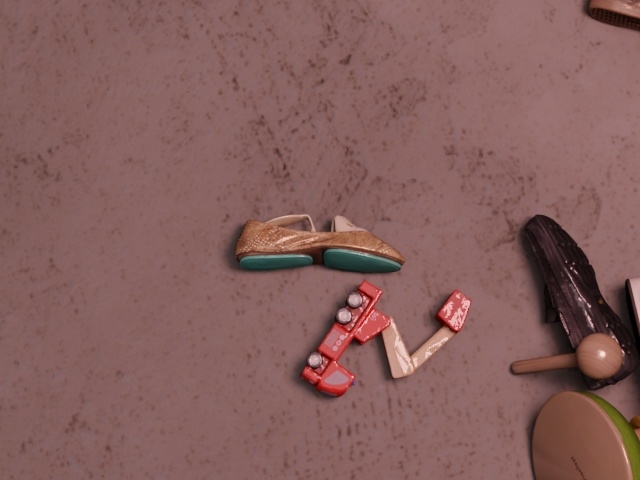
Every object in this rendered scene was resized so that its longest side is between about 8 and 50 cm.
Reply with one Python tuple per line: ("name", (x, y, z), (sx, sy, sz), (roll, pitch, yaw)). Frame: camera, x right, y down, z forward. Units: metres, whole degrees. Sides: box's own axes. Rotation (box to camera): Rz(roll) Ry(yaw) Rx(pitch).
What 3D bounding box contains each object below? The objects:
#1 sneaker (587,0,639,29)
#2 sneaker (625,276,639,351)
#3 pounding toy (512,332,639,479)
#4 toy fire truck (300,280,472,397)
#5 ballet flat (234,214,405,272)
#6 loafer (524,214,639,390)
("sneaker", (0.431, -0.291, 1.728), (0.188, 0.066, 0.071), (17, 80, 2))
("sneaker", (0.479, 0.168, 1.633), (0.178, 0.124, 0.296), (-14, 80, 7))
("pounding toy", (0.334, 0.231, 1.612), (0.110, 0.183, 0.237), (-7, 78, -27))
("toy fire truck", (0.079, 0.120, 1.671), (0.135, 0.047, 0.192), (34, 83, 3))
("ballet flat", (0.000, 0.000, 1.681), (0.206, 0.073, 0.067), (3, 67, -3))
("loafer", (0.297, 0.073, 1.665), (0.078, 0.076, 0.223), (-36, 70, 28))
